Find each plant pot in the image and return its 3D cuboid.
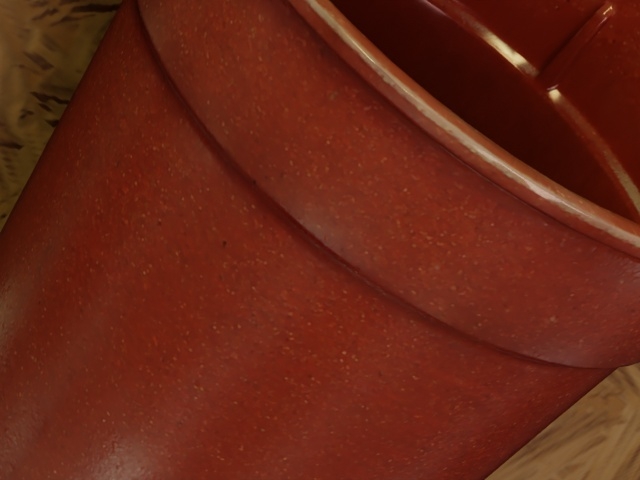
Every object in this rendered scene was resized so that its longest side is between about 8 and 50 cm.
[{"bbox_3d":[0.000,0.000,0.684,0.272,0.272,0.265,18,125,-32],"label":"plant pot"}]
